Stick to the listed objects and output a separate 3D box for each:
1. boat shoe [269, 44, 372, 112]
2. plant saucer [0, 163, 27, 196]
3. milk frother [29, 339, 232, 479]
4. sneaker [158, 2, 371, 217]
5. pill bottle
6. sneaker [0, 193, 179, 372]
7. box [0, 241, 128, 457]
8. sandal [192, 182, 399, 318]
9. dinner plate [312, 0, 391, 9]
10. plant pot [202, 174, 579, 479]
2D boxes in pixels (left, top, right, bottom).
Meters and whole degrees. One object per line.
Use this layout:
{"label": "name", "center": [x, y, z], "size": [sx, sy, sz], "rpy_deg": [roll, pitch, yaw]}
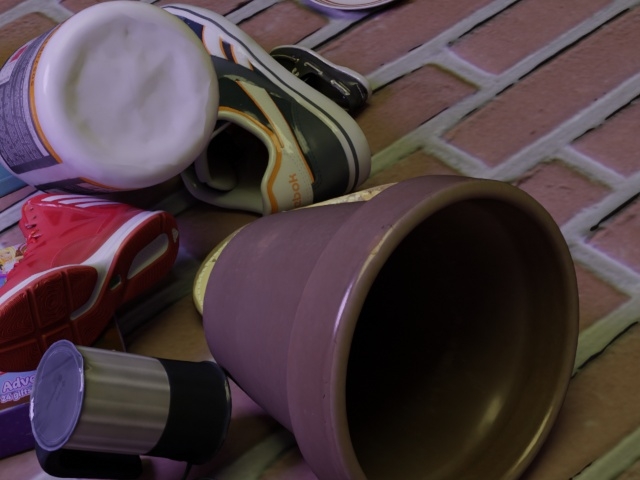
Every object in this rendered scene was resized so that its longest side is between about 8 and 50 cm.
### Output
{"label": "boat shoe", "center": [-0.008, -0.163, 1.571], "size": [0.125, 0.046, 0.038], "rpy_deg": [27, 48, 23]}
{"label": "plant saucer", "center": [-0.276, -0.096, 1.564], "size": [0.192, 0.018, 0.067], "rpy_deg": [-27, 45, -18]}
{"label": "milk frother", "center": [-0.140, 0.159, 1.166], "size": [0.135, 0.129, 0.143], "rpy_deg": [11, 22, -36]}
{"label": "sneaker", "center": [-0.104, -0.128, 1.487], "size": [0.127, 0.126, 0.321], "rpy_deg": [-31, 48, -30]}
{"label": "pill bottle", "center": [-0.211, -0.120, 1.393], "size": [0.162, 0.162, 0.278], "rpy_deg": [-30, 12, -22]}
{"label": "sneaker", "center": [-0.235, 0.031, 1.299], "size": [0.128, 0.087, 0.221], "rpy_deg": [18, 34, 36]}
{"label": "box", "center": [-0.318, 0.106, 1.320], "size": [0.293, 0.057, 0.201], "rpy_deg": [-17, 42, -9]}
{"label": "sandal", "center": [-0.003, -0.006, 1.352], "size": [0.240, 0.079, 0.088], "rpy_deg": [-21, 72, -16]}
{"label": "dinner plate", "center": [0.044, -0.295, 1.725], "size": [0.141, 0.017, 0.141], "rpy_deg": [-4, 43, 4]}
{"label": "plant pot", "center": [0.033, 0.064, 1.191], "size": [0.263, 0.263, 0.229], "rpy_deg": [-39, 33, -28]}
